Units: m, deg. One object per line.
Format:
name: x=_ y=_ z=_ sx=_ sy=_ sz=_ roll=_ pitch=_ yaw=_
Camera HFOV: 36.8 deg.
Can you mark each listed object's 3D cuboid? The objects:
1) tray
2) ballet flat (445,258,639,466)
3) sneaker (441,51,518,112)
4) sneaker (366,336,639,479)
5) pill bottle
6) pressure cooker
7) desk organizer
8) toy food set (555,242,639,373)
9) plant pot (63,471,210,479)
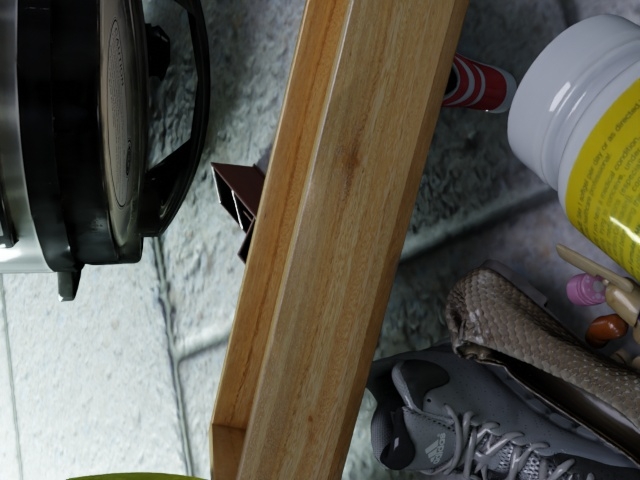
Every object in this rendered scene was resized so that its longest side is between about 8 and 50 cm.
tray: x=0.000 y=0.000 z=0.668 sx=0.203 sy=0.076 sz=0.411 roll=-117 pitch=38 yaw=-72
ballet flat: x=0.155 y=0.093 z=0.543 sx=0.250 sy=0.058 sz=0.084 roll=41 pitch=163 yaw=42
sneaker: x=0.075 y=-0.118 z=0.678 sx=0.118 sy=0.067 sz=0.042 roll=24 pitch=107 yaw=48
sneaker: x=0.105 y=0.140 z=0.581 sx=0.228 sy=0.132 sz=0.086 roll=36 pitch=115 yaw=44
pill bottle: x=0.198 y=-0.025 z=0.490 sx=0.208 sy=0.119 sz=0.119 roll=48 pitch=123 yaw=38
pressure cooker: x=-0.311 y=-0.153 z=0.878 sx=0.370 sy=0.420 sz=0.376 roll=109 pitch=159 yaw=-68
desk organizer: x=-0.054 y=-0.015 z=0.836 sx=0.130 sy=0.050 sz=0.047 roll=48 pitch=123 yaw=39
toy food set: x=0.173 y=0.052 z=0.551 sx=0.078 sy=0.019 sz=0.122 roll=37 pitch=158 yaw=52
plant pot: x=-0.094 y=0.318 z=0.739 sx=0.227 sy=0.207 sz=0.228 roll=55 pitch=132 yaw=35
